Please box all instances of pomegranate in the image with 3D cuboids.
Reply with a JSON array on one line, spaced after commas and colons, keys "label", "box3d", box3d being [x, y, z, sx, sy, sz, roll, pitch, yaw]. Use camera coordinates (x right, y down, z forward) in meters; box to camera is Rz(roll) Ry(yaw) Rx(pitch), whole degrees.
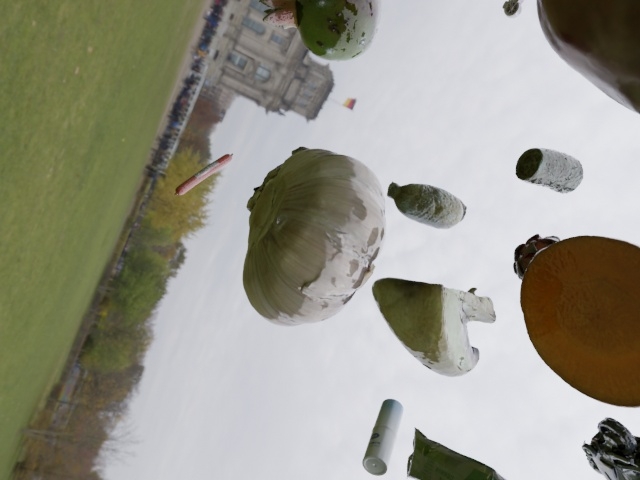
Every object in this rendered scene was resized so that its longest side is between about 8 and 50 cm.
[{"label": "pomegranate", "box3d": [0.015, -0.616, 1.398, 0.323, 0.290, 0.291, -29, -155, 1]}]

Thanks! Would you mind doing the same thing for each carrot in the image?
[{"label": "carrot", "box3d": [0.481, 0.123, 0.844, 0.258, 0.100, 0.307, -50, -131, 17]}]

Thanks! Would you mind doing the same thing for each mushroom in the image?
[{"label": "mushroom", "box3d": [0.229, 0.179, 1.103, 0.218, 0.292, 0.211, -5, -93, 38]}]

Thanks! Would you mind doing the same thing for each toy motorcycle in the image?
[{"label": "toy motorcycle", "box3d": [0.783, 0.572, 1.311, 0.108, 0.307, 0.173, -35, -131, -14]}]

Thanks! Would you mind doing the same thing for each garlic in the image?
[{"label": "garlic", "box3d": [-0.013, -0.006, 0.875, 0.322, 0.241, 0.321, 179, -90, -74]}]

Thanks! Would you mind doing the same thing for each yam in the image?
[{"label": "yam", "box3d": [0.587, -0.186, 1.308, 0.107, 0.183, 0.107, -12, -104, 56]}]

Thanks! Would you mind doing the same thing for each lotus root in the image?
[{"label": "lotus root", "box3d": [0.434, -0.143, 2.072, 0.175, 0.350, 0.175, -163, -90, -82]}]

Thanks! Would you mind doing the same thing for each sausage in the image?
[{"label": "sausage", "box3d": [-0.382, -0.221, 1.669, 0.253, 0.034, 0.034, -40, -174, -28]}]

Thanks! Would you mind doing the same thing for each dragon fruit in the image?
[{"label": "dragon fruit", "box3d": [0.666, 0.068, 1.495, 0.188, 0.182, 0.182, -44, -150, 53]}]

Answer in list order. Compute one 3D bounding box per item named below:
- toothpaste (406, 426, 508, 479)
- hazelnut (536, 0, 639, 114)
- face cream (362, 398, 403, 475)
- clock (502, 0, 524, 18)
[{"label": "toothpaste", "box3d": [0.184, 0.317, 0.677, 0.248, 0.047, 0.078, 162, -59, -68]}, {"label": "hazelnut", "box3d": [0.431, -0.306, 0.534, 0.366, 0.366, 0.365, -53, -156, 37]}, {"label": "face cream", "box3d": [0.194, 0.591, 1.538, 0.077, 0.077, 0.250, -57, 176, 29]}, {"label": "clock", "box3d": [0.524, -0.657, 1.335, 0.087, 0.041, 0.129, 44, -63, 31]}]
